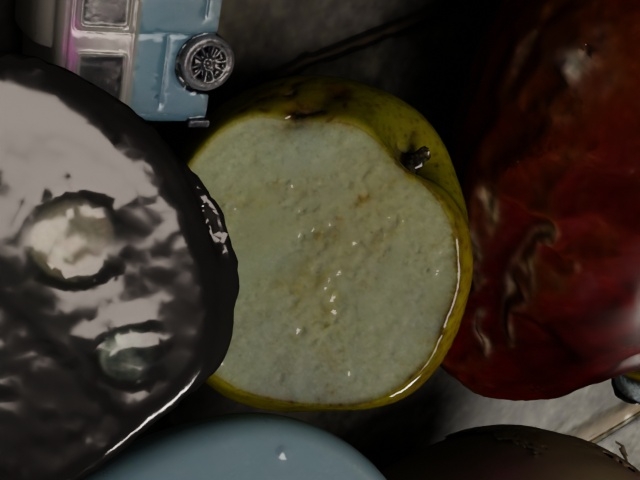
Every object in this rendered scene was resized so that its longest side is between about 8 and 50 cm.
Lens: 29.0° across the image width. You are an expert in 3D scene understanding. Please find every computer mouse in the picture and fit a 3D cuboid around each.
[{"bbox_3d":[-0.165,0.039,0.442,0.269,0.100,0.170,-37,118,-1],"label":"computer mouse"}]

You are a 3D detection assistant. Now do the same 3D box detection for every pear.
[{"bbox_3d":[0.000,0.000,0.521,0.104,0.141,0.141,-41,153,-72],"label":"pear"}]

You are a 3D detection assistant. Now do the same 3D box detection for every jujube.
[{"bbox_3d":[0.138,-0.031,0.551,0.190,0.190,0.255,3,145,-35],"label":"jujube"}]

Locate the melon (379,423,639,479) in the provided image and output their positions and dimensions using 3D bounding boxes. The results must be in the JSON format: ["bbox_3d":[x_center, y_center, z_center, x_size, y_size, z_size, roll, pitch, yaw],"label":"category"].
[{"bbox_3d":[0.065,0.231,0.630,0.317,0.223,0.223,-39,130,-8],"label":"melon"}]

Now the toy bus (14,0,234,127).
[{"bbox_3d":[-0.071,-0.107,0.453,0.075,0.060,0.123,-4,120,-29],"label":"toy bus"}]

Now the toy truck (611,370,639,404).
[{"bbox_3d":[0.286,0.044,0.644,0.157,0.272,0.124,-25,125,-30],"label":"toy truck"}]

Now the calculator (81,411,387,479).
[{"bbox_3d":[-0.081,0.196,0.478,0.302,0.042,0.188,-42,97,-21],"label":"calculator"}]
